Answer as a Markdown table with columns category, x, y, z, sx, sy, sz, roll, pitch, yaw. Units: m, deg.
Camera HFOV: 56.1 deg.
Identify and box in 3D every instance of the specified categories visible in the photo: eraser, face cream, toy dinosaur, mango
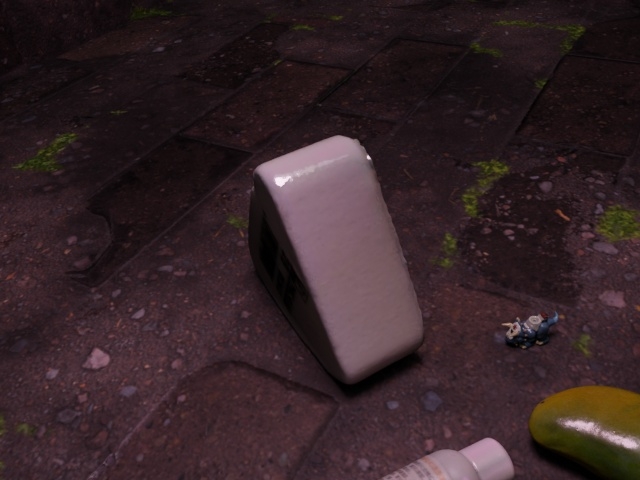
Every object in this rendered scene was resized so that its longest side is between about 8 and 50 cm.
| category | x | y | z | sx | sy | sz | roll | pitch | yaw |
| --- | --- | --- | --- | --- | --- | --- | --- | --- | --- |
| eraser | 0.000 | 0.000 | 0.869 | 0.149 | 0.331 | 0.331 | -22 | 41 | -19 |
| face cream | 0.094 | 0.298 | 0.665 | 0.269 | 0.082 | 0.082 | -19 | 40 | -16 |
| toy dinosaur | 0.308 | 0.128 | 0.877 | 0.083 | 0.047 | 0.031 | -12 | 37 | -6 |
| mango | 0.356 | 0.229 | 0.716 | 0.191 | 0.086 | 0.122 | 23 | 50 | 30 |
